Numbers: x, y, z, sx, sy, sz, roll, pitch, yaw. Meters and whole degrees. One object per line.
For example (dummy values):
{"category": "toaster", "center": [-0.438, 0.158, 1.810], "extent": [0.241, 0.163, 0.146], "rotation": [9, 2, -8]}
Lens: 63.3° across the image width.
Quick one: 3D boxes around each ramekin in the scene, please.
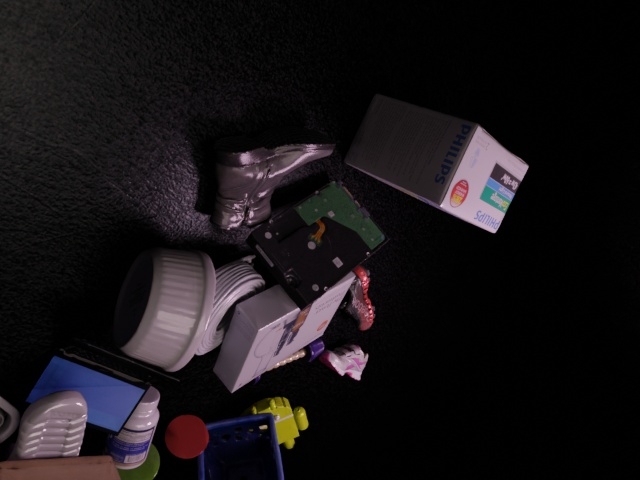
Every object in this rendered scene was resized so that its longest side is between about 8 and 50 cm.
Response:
{"category": "ramekin", "center": [-0.349, 0.140, 1.128], "extent": [0.127, 0.273, 0.273], "rotation": [20, 99, -34]}

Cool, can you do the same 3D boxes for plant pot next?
{"category": "plant pot", "center": [-0.230, 0.679, 1.537], "extent": [0.235, 0.236, 0.212], "rotation": [-9, 133, -7]}

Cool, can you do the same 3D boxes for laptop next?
{"category": "laptop", "center": [-0.479, 0.326, 1.124], "extent": [0.234, 0.264, 0.137], "rotation": [32, 58, -27]}

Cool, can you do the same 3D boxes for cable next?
{"category": "cable", "center": [-0.250, 0.169, 1.301], "extent": [0.257, 0.089, 0.257], "rotation": [-59, 164, 19]}

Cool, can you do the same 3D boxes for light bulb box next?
{"category": "light bulb box", "center": [0.333, -0.219, 1.492], "extent": [0.357, 0.361, 0.225], "rotation": [16, 102, -48]}

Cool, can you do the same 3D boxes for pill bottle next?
{"category": "pill bottle", "center": [-0.470, 0.463, 1.305], "extent": [0.112, 0.112, 0.187], "rotation": [7, 107, -46]}

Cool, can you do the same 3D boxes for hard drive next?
{"category": "hard drive", "center": [0.000, 0.000, 1.380], "extent": [0.339, 0.237, 0.064], "rotation": [-37, 175, -35]}

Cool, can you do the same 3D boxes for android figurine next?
{"category": "android figurine", "center": [-0.164, 0.608, 1.690], "extent": [0.248, 0.056, 0.273], "rotation": [-17, 129, -11]}

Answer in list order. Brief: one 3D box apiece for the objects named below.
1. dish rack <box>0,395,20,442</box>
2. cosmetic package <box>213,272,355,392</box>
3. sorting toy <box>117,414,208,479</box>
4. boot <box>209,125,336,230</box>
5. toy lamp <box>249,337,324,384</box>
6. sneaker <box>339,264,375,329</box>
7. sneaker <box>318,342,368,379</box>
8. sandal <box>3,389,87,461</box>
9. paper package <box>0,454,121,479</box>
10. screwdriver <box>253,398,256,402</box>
{"category": "dish rack", "center": [-0.778, 0.336, 0.963], "extent": [0.285, 0.072, 0.333], "rotation": [-40, 135, -21]}
{"category": "cosmetic package", "center": [-0.097, 0.225, 1.436], "extent": [0.377, 0.097, 0.284], "rotation": [-25, 152, -43]}
{"category": "sorting toy", "center": [-0.484, 0.609, 1.408], "extent": [0.365, 0.127, 0.126], "rotation": [-19, 152, -35]}
{"category": "boot", "center": [-0.124, -0.156, 1.297], "extent": [0.338, 0.118, 0.223], "rotation": [-13, 129, -31]}
{"category": "toy lamp", "center": [-0.106, 0.368, 1.628], "extent": [0.274, 0.080, 0.080], "rotation": [-13, 121, -39]}
{"category": "sneaker", "center": [0.103, 0.205, 1.719], "extent": [0.135, 0.097, 0.276], "rotation": [-33, 130, -27]}
{"category": "sneaker", "center": [0.085, 0.410, 1.830], "extent": [0.111, 0.103, 0.252], "rotation": [-61, 145, -4]}
{"category": "sandal", "center": [-0.621, 0.453, 1.150], "extent": [0.169, 0.102, 0.416], "rotation": [10, 125, -46]}
{"category": "paper package", "center": [-0.632, 0.623, 1.107], "extent": [0.325, 0.168, 0.309], "rotation": [-43, 147, 12]}
{"category": "screwdriver", "center": [-0.198, 0.577, 1.708], "extent": [0.025, 0.024, 0.170], "rotation": [-20, 125, 1]}
